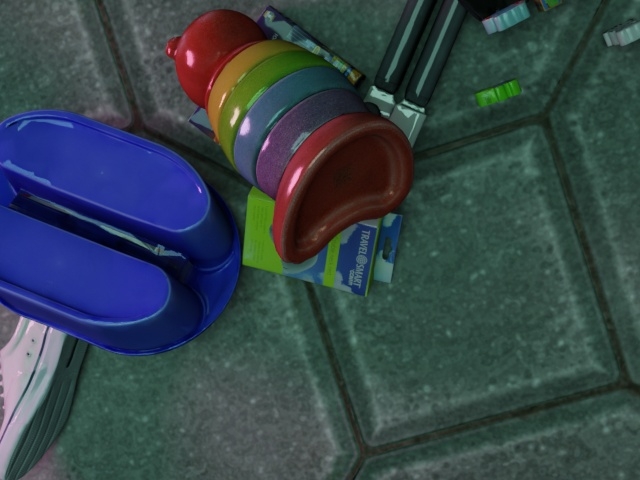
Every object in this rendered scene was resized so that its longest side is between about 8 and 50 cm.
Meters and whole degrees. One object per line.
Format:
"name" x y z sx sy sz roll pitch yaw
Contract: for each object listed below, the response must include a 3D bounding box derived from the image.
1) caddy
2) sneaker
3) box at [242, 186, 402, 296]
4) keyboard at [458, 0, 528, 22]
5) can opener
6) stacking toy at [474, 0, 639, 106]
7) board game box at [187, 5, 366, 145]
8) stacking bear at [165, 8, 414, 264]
"caddy" -0.264 -0.007 1.318 0.341 0.179 0.241 21 76 9
"sneaker" -0.366 0.177 1.407 0.091 0.094 0.258 24 94 22
"box" 0.000 0.000 1.313 0.178 0.042 0.109 14 128 8
"keyboard" 0.240 -0.319 1.252 0.100 0.038 0.192 40 92 -14
"can opener" 0.097 -0.184 1.268 0.076 0.095 0.283 24 103 6
"stacking toy" 0.238 -0.264 1.220 0.221 0.052 0.167 -26 102 -3
"board game box" -0.052 -0.169 1.322 0.141 0.048 0.170 37 101 4
"stacking bear" -0.054 -0.144 1.201 0.175 0.164 0.289 -30 56 -22
